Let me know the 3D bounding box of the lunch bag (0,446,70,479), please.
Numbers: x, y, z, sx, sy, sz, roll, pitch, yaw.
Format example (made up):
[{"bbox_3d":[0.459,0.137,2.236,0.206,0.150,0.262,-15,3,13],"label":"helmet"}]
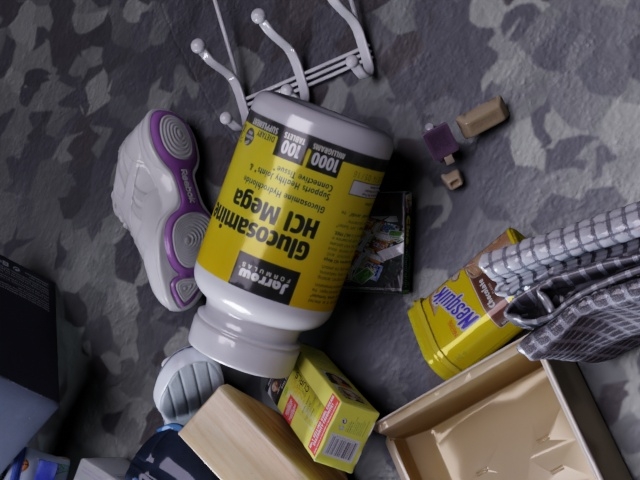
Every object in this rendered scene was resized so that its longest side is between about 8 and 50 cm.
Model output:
[{"bbox_3d":[-0.449,0.442,1.797,0.243,0.115,0.303,-60,18,27],"label":"lunch bag"}]

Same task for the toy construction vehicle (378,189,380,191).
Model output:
[{"bbox_3d":[0.039,-0.055,1.694,0.086,0.035,0.098,-29,67,26],"label":"toy construction vehicle"}]

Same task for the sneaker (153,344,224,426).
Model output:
[{"bbox_3d":[-0.188,0.193,1.698,0.258,0.094,0.091,106,147,-58],"label":"sneaker"}]

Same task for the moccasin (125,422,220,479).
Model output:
[{"bbox_3d":[-0.114,0.391,1.632,0.117,0.137,0.342,-43,74,-11],"label":"moccasin"}]

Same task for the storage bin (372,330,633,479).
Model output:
[{"bbox_3d":[0.219,0.286,1.466,0.260,0.123,0.262,-34,66,24],"label":"storage bin"}]

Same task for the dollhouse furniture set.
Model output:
[{"bbox_3d":[0.191,-0.137,1.624,0.114,0.091,0.081,-28,23,3],"label":"dollhouse furniture set"}]

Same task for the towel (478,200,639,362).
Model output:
[{"bbox_3d":[0.339,0.048,1.330,0.235,0.284,0.121,-21,72,30],"label":"towel"}]

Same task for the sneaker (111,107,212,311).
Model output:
[{"bbox_3d":[-0.233,-0.033,1.844,0.152,0.114,0.305,-28,63,42],"label":"sneaker"}]

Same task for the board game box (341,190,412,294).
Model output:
[{"bbox_3d":[0.000,0.000,1.682,0.260,0.030,0.136,2,93,29],"label":"board game box"}]

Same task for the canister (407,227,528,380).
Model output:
[{"bbox_3d":[0.199,0.078,1.526,0.170,0.073,0.126,-42,34,18],"label":"canister"}]

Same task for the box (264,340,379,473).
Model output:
[{"bbox_3d":[-0.003,0.205,1.596,0.087,0.058,0.232,-65,23,8],"label":"box"}]

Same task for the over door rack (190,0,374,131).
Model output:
[{"bbox_3d":[-0.069,-0.344,1.771,0.240,0.108,0.324,-19,72,29],"label":"over door rack"}]

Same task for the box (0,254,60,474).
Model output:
[{"bbox_3d":[-0.562,0.229,1.884,0.343,0.179,0.312,-48,29,18],"label":"box"}]

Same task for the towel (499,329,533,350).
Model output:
[{"bbox_3d":[0.226,0.110,1.558,0.083,0.009,0.060,-43,63,20],"label":"towel"}]

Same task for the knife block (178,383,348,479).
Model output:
[{"bbox_3d":[-0.028,0.325,1.558,0.088,0.276,0.242,-49,31,12],"label":"knife block"}]

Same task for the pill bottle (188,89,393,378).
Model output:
[{"bbox_3d":[-0.047,-0.006,1.583,0.188,0.188,0.334,25,100,34],"label":"pill bottle"}]

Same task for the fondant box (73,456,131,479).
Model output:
[{"bbox_3d":[-0.286,0.507,1.781,0.238,0.096,0.330,23,96,34],"label":"fondant box"}]
